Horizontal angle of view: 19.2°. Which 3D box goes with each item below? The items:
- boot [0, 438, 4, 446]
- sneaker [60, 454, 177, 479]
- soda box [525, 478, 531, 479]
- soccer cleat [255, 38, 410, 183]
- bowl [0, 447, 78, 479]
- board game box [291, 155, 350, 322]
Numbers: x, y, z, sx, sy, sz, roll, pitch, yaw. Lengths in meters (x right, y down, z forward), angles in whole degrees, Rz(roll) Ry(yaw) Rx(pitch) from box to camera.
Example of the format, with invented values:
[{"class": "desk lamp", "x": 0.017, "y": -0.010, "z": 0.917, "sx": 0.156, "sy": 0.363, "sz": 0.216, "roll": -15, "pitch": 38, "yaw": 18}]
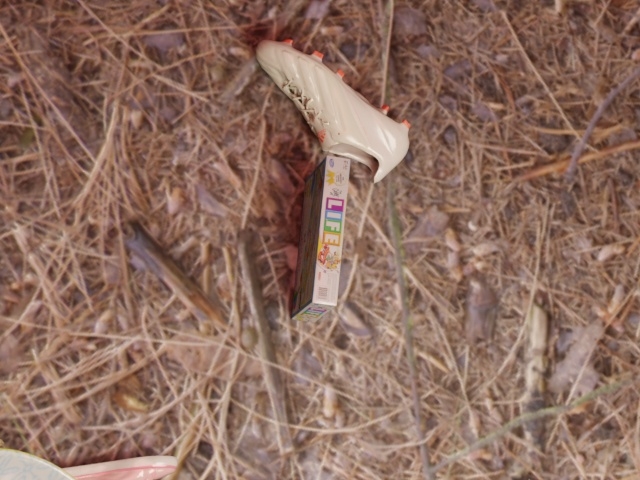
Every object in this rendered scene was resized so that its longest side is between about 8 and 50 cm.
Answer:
[{"class": "boot", "x": -0.379, "y": 0.125, "z": 1.841, "sx": 0.203, "sy": 0.095, "sz": 0.262, "roll": 40, "pitch": 76, "yaw": -1}, {"class": "sneaker", "x": -0.205, "y": 0.252, "z": 1.881, "sx": 0.134, "sy": 0.051, "sz": 0.070, "roll": -8, "pitch": 81, "yaw": -11}, {"class": "soda box", "x": 0.181, "y": 0.352, "z": 1.937, "sx": 0.067, "sy": 0.071, "sz": 0.210, "roll": 33, "pitch": 73, "yaw": -4}, {"class": "soccer cleat", "x": 0.006, "y": -0.139, "z": 2.008, "sx": 0.196, "sy": 0.068, "sz": 0.076, "roll": 36, "pitch": 76, "yaw": -7}, {"class": "bowl", "x": -0.317, "y": 0.352, "z": 1.759, "sx": 0.289, "sy": 0.156, "sz": 0.289, "roll": 29, "pitch": 45, "yaw": -34}, {"class": "board game box", "x": 0.000, "y": 0.000, "z": 1.954, "sx": 0.026, "sy": 0.103, "sz": 0.154, "roll": 8, "pitch": 77, "yaw": -11}]
